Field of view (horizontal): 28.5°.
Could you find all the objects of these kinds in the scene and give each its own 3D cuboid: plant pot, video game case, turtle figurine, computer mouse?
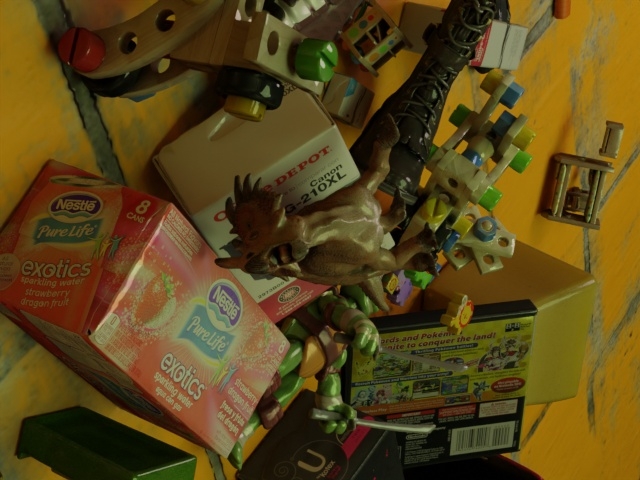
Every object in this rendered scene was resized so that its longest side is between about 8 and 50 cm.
[{"bbox_3d":[0.264,0.133,1.912,0.187,0.212,0.212,-16,122,-39],"label":"plant pot"},{"bbox_3d":[0.162,0.208,1.774,0.275,0.035,0.248,-6,120,-13],"label":"video game case"},{"bbox_3d":[0.010,0.173,1.469,0.266,0.198,0.274,-34,94,-22],"label":"turtle figurine"},{"bbox_3d":[0.266,-0.350,1.772,0.071,0.041,0.242,6,102,-59],"label":"computer mouse"}]

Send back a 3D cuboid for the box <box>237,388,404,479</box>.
[{"bbox_3d":[0.016,0.356,1.677,0.165,0.143,0.270,-50,144,-32],"label":"box"}]

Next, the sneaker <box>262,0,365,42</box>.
[{"bbox_3d":[-0.011,-0.232,1.344,0.281,0.106,0.162,-41,146,-24],"label":"sneaker"}]

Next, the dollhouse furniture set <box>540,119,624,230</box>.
[{"bbox_3d":[0.452,-0.132,2.194,0.161,0.101,0.182,-57,158,-73],"label":"dollhouse furniture set"}]

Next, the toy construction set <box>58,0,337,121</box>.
[{"bbox_3d":[-0.088,-0.243,1.054,0.257,0.237,0.309,-57,147,-22],"label":"toy construction set"}]

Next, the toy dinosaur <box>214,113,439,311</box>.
[{"bbox_3d":[0.000,0.000,1.223,0.200,0.127,0.295,-20,159,-3],"label":"toy dinosaur"}]

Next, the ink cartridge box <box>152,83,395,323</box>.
[{"bbox_3d":[-0.043,-0.040,1.322,0.172,0.100,0.237,-33,144,-2],"label":"ink cartridge box"}]

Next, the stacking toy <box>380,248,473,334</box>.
[{"bbox_3d":[0.086,0.037,1.579,0.052,0.167,0.221,-63,149,-13],"label":"stacking toy"}]

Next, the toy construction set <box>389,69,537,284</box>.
[{"bbox_3d":[0.183,-0.056,1.674,0.215,0.151,0.327,-51,158,-26],"label":"toy construction set"}]

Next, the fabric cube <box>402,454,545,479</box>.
[{"bbox_3d":[0.219,0.463,1.964,0.259,0.254,0.258,-64,149,-12],"label":"fabric cube"}]

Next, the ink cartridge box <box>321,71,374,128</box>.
[{"bbox_3d":[0.037,-0.165,1.515,0.083,0.028,0.048,22,89,-61],"label":"ink cartridge box"}]

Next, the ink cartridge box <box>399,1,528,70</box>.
[{"bbox_3d":[0.184,-0.260,1.619,0.150,0.109,0.063,-6,111,-58],"label":"ink cartridge box"}]

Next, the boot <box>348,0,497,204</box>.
[{"bbox_3d":[0.124,-0.181,1.441,0.229,0.091,0.263,-59,-170,27],"label":"boot"}]

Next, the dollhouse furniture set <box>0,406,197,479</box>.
[{"bbox_3d":[-0.278,0.286,1.141,0.301,0.151,0.197,-5,111,-58],"label":"dollhouse furniture set"}]

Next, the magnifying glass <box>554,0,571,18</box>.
[{"bbox_3d":[0.370,-0.445,1.906,0.092,0.026,0.231,-42,138,-40],"label":"magnifying glass"}]

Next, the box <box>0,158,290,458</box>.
[{"bbox_3d":[-0.168,0.073,1.197,0.142,0.154,0.300,-60,148,-17],"label":"box"}]

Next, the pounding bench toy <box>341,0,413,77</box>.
[{"bbox_3d":[0.054,-0.244,1.480,0.065,0.083,0.052,-40,148,10],"label":"pounding bench toy"}]
